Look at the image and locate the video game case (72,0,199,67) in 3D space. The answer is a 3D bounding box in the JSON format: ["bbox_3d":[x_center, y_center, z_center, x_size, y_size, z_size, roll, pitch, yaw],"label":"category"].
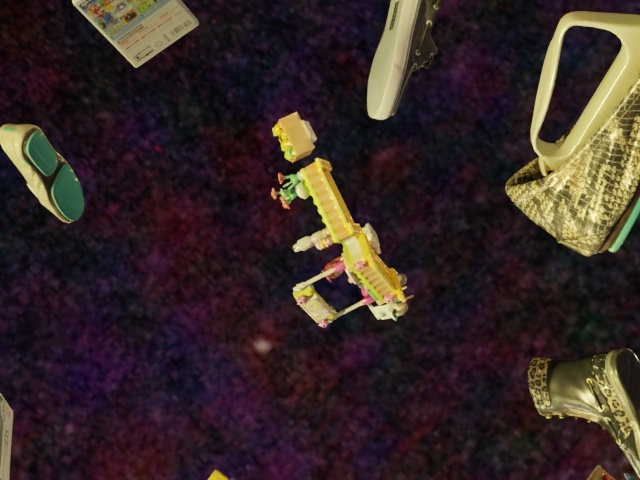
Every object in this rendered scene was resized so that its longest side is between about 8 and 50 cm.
[{"bbox_3d":[-0.194,-0.242,1.259,0.087,0.011,0.122,-33,145,8],"label":"video game case"}]

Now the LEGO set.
[{"bbox_3d":[0.000,0.000,1.381,0.107,0.132,0.287,-28,117,13],"label":"LEGO set"}]

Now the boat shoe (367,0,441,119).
[{"bbox_3d":[0.124,-0.268,1.598,0.076,0.080,0.229,15,85,-19],"label":"boat shoe"}]

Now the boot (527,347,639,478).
[{"bbox_3d":[0.443,0.277,1.890,0.085,0.178,0.236,-39,112,-42],"label":"boot"}]

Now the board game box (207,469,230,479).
[{"bbox_3d":[-0.186,0.432,1.571,0.259,0.039,0.124,-50,149,-11],"label":"board game box"}]

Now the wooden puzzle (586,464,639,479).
[{"bbox_3d":[0.333,0.302,1.368,0.116,0.078,0.014,-48,172,-43],"label":"wooden puzzle"}]

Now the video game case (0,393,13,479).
[{"bbox_3d":[-0.412,0.202,1.395,0.022,0.173,0.190,-20,128,3],"label":"video game case"}]

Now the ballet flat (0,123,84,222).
[{"bbox_3d":[-0.331,-0.084,1.414,0.057,0.052,0.168,-63,155,-29],"label":"ballet flat"}]

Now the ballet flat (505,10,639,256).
[{"bbox_3d":[0.332,-0.196,1.193,0.483,0.182,0.164,-61,179,32],"label":"ballet flat"}]
